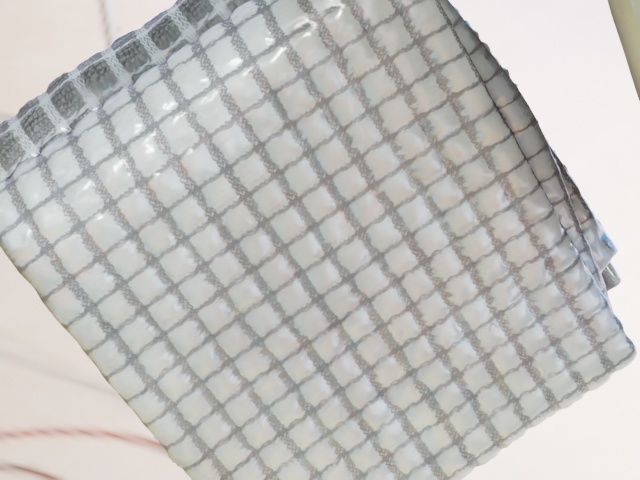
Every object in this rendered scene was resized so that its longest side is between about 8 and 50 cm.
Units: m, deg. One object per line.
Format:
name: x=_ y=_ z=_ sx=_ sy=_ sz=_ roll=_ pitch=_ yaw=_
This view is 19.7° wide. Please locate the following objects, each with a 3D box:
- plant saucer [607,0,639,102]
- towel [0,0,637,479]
plant saucer: x=0.160 y=-0.146 z=0.780 sx=0.100 sy=0.400 sz=0.400 roll=-17 pitch=22 yaw=11
towel: x=0.000 y=0.000 z=0.898 sx=0.284 sy=0.235 sz=0.121 roll=54 pitch=2 yaw=-33
